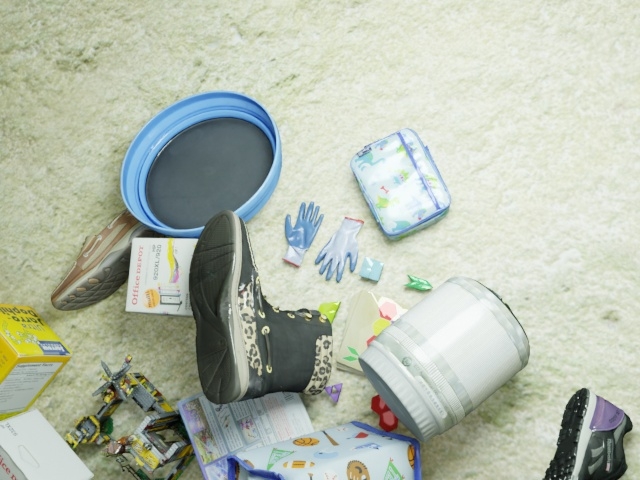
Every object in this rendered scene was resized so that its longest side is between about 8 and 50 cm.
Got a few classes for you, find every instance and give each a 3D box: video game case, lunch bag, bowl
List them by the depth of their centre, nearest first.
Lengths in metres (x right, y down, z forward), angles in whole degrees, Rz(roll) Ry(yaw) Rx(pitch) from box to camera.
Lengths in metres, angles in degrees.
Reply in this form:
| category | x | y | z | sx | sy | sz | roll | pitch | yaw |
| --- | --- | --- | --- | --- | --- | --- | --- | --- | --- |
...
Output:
| category | x | y | z | sx | sy | sz | roll | pitch | yaw |
| --- | --- | --- | --- | --- | --- | --- | --- | --- | --- |
| lunch bag | 0.022 | 0.566 | 1.078 | 0.239 | 0.328 | 0.385 | -2 | 88 | 52 |
| video game case | -0.141 | 0.421 | 1.260 | 0.245 | 0.061 | 0.269 | -21 | 73 | -16 |
| lunch bag | 0.179 | -0.126 | 1.313 | 0.176 | 0.090 | 0.218 | -25 | 76 | 6 |
| bowl | -0.273 | -0.175 | 1.391 | 0.392 | 0.077 | 0.390 | -7 | 61 | 12 |

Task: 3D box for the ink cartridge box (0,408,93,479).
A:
| category | x | y | z | sx | sy | sz | roll | pitch | yaw |
| --- | --- | --- | --- | --- | --- | --- | --- | --- | --- |
| ink cartridge box | -0.674 | 0.572 | 1.328 | 0.223 | 0.129 | 0.307 | 39 | 111 | 18 |

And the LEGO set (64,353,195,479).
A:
| category | x | y | z | sx | sy | sz | roll | pitch | yaw |
| --- | --- | --- | --- | --- | --- | --- | --- | --- | --- |
| LEGO set | -0.422 | 0.437 | 1.304 | 0.255 | 0.192 | 0.331 | -44 | 73 | 3 |

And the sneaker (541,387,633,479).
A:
| category | x | y | z | sx | sy | sz | roll | pitch | yaw |
| --- | --- | --- | --- | --- | --- | --- | --- | --- | --- |
| sneaker | 0.499 | 0.422 | 1.090 | 0.124 | 0.107 | 0.283 | 29 | 67 | 5 |

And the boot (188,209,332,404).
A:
| category | x | y | z | sx | sy | sz | roll | pitch | yaw |
| --- | --- | --- | --- | --- | --- | --- | --- | --- | --- |
| boot | -0.113 | 0.143 | 1.213 | 0.138 | 0.284 | 0.377 | -26 | 61 | 34 |

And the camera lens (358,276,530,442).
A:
| category | x | y | z | sx | sy | sz | roll | pitch | yaw |
| --- | --- | --- | --- | --- | --- | --- | --- | --- | --- |
| camera lens | 0.239 | 0.219 | 1.138 | 0.274 | 0.219 | 0.219 | -36 | 73 | -12 |

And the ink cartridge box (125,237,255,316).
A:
| category | x | y | z | sx | sy | sz | roll | pitch | yaw |
| --- | --- | --- | --- | --- | --- | --- | --- | --- | --- |
| ink cartridge box | -0.290 | 0.090 | 1.347 | 0.233 | 0.168 | 0.171 | 1 | 81 | 15 |

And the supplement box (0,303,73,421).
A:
| category | x | y | z | sx | sy | sz | roll | pitch | yaw |
| --- | --- | --- | --- | --- | --- | --- | --- | --- | --- |
| supplement box | -0.815 | 0.343 | 1.420 | 0.195 | 0.194 | 0.356 | 40 | 91 | 17 |

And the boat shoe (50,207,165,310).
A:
| category | x | y | z | sx | sy | sz | roll | pitch | yaw |
| --- | --- | --- | --- | --- | --- | --- | --- | --- | --- |
| boat shoe | -0.526 | 0.042 | 1.451 | 0.324 | 0.123 | 0.116 | -41 | 66 | -3 |

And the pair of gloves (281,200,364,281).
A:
| category | x | y | z | sx | sy | sz | roll | pitch | yaw |
| --- | --- | --- | --- | --- | --- | --- | --- | --- | --- |
| pair of gloves | 0.000 | 0.000 | 1.369 | 0.198 | 0.023 | 0.159 | 20 | 83 | 16 |

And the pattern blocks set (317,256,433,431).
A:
| category | x | y | z | sx | sy | sz | roll | pitch | yaw |
| --- | --- | --- | --- | --- | --- | --- | --- | --- | --- |
| pattern blocks set | 0.122 | 0.212 | 1.293 | 0.286 | 0.026 | 0.324 | 28 | 87 | 14 |
